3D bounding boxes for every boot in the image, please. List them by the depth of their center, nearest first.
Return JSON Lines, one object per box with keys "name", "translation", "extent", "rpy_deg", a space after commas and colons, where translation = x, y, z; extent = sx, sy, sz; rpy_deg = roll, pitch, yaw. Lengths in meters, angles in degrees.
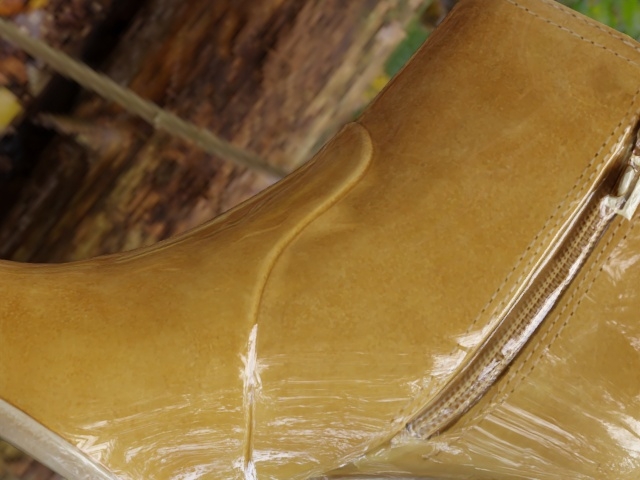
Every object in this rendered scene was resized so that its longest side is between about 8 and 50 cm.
{"name": "boot", "translation": [0.001, 0.000, 0.458], "extent": [0.211, 0.295, 0.104], "rpy_deg": [-63, -176, -12]}
